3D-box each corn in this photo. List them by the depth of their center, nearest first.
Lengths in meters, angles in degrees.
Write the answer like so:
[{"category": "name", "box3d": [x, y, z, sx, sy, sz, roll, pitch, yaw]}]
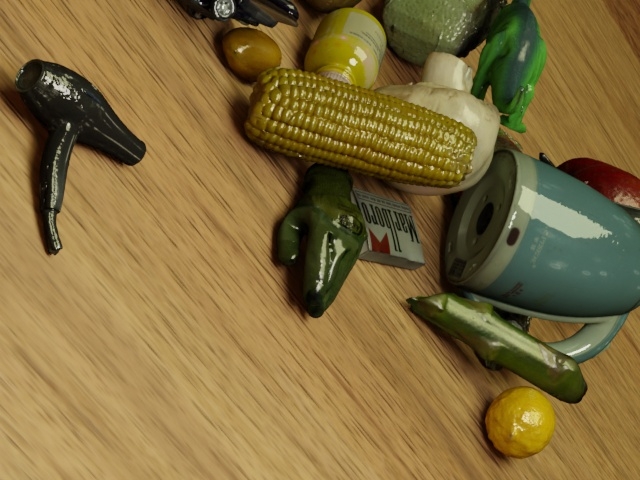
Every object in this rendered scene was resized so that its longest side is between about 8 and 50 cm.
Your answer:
[{"category": "corn", "box3d": [0.061, -0.158, 1.696, 0.345, 0.131, 0.131, 15, 48, -14]}]

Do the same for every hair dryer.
[{"category": "hair dryer", "box3d": [-0.277, -0.076, 1.310, 0.195, 0.075, 0.219, 41, 46, -50]}]

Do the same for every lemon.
[{"category": "lemon", "box3d": [0.330, 0.298, 1.916, 0.114, 0.114, 0.155, 65, 26, 2]}]

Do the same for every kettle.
[{"category": "kettle", "box3d": [0.400, 0.051, 1.985, 0.342, 0.319, 0.247, 22, 9, -15]}]

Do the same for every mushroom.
[{"category": "mushroom", "box3d": [0.180, -0.199, 1.905, 0.254, 0.260, 0.234, 16, 76, -34]}]

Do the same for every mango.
[{"category": "mango", "box3d": [-0.104, -0.278, 1.723, 0.114, 0.060, 0.080, -9, 72, -56]}]

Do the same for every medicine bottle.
[{"category": "medicine bottle", "box3d": [0.033, -0.278, 1.879, 0.122, 0.122, 0.212, 50, 33, -24]}]

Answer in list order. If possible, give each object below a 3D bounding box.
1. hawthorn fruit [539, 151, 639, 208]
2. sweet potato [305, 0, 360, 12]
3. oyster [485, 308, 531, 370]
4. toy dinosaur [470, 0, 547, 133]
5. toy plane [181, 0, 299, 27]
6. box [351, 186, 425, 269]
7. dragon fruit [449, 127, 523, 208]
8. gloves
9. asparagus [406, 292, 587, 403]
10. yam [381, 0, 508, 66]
[{"category": "hawthorn fruit", "box3d": [0.552, -0.045, 2.366, 0.369, 0.285, 0.284, 51, 32, -17]}, {"category": "sweet potato", "box3d": [0.047, -0.485, 2.065, 0.130, 0.131, 0.422, 57, 26, -12]}, {"category": "oyster", "box3d": [0.336, 0.133, 2.107, 0.252, 0.087, 0.199, -1, 67, -45]}, {"category": "toy dinosaur", "box3d": [0.372, -0.372, 2.055, 0.500, 0.144, 0.374, 173, -65, -87]}, {"category": "toy plane", "box3d": [-0.190, -0.376, 1.619, 0.316, 0.204, 0.102, 19, 89, -33]}, {"category": "box", "box3d": [0.102, -0.018, 1.873, 0.177, 0.036, 0.115, 13, 58, -55]}, {"category": "dragon fruit", "box3d": [0.342, -0.087, 2.195, 0.295, 0.130, 0.268, 48, 34, -15]}, {"category": "gloves", "box3d": [0.005, -0.011, 1.656, 0.135, 0.107, 0.268, 17, 49, -13]}, {"category": "asparagus", "box3d": [0.286, 0.162, 1.904, 0.343, 0.082, 0.085, 29, 47, -9]}, {"category": "yam", "box3d": [0.237, -0.438, 2.257, 0.271, 0.203, 0.201, -35, 138, -67]}]
